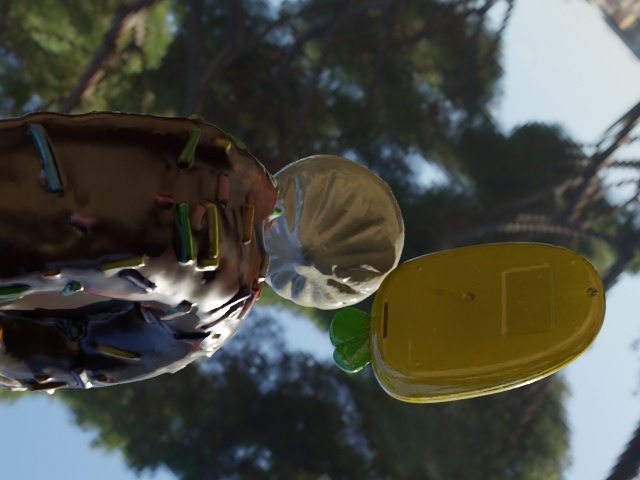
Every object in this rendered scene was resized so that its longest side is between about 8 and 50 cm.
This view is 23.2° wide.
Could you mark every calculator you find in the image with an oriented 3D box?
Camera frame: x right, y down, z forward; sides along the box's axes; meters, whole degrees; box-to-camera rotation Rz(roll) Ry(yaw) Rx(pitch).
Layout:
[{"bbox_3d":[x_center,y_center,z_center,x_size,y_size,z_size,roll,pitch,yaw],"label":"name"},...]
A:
[{"bbox_3d":[0.117,0.065,1.280,0.032,0.234,0.146,63,-157,-46],"label":"calculator"}]

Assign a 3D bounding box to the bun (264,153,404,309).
[{"bbox_3d":[0.000,0.000,1.333,0.138,0.138,0.094,46,-159,-6],"label":"bun"}]

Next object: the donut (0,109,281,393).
[{"bbox_3d":[-0.132,0.014,0.792,0.235,0.235,0.089,27,-129,-54],"label":"donut"}]
